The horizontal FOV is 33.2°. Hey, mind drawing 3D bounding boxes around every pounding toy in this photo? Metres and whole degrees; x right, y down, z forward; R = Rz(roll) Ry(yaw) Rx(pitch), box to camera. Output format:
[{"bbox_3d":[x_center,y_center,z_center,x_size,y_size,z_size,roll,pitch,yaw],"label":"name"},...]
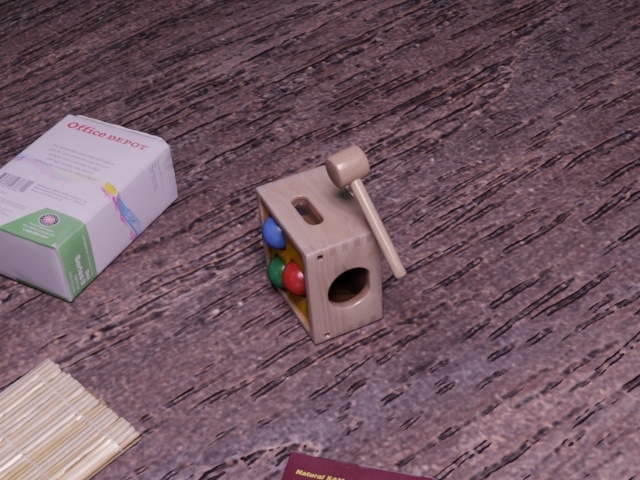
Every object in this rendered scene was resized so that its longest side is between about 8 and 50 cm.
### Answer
[{"bbox_3d":[0.004,0.001,1.077,0.094,0.206,0.181,-20,43,-17],"label":"pounding toy"}]

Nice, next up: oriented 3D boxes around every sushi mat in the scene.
[{"bbox_3d":[-0.328,0.233,0.985,0.151,0.019,0.316,27,50,34],"label":"sushi mat"}]

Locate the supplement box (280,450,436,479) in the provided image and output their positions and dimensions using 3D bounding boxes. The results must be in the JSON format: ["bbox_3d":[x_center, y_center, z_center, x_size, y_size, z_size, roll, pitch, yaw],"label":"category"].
[{"bbox_3d":[0.006,0.289,0.842,0.130,0.073,0.239,9,43,14],"label":"supplement box"}]

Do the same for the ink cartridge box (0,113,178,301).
[{"bbox_3d":[-0.291,-0.045,1.250,0.154,0.093,0.212,18,47,23],"label":"ink cartridge box"}]
